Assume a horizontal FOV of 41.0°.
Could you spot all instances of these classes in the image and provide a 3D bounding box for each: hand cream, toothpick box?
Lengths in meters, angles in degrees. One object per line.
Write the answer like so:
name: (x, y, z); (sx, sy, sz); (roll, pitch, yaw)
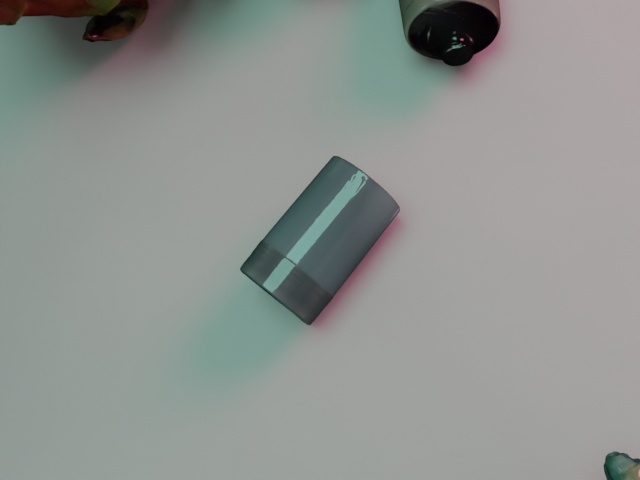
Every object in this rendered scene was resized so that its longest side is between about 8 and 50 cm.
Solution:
hand cream: (0.075, -0.186, 0.525); (0.087, 0.054, 0.186); (-12, 62, 21)
toothpick box: (0.000, 0.000, 0.480); (0.052, 0.052, 0.083); (37, 85, 25)

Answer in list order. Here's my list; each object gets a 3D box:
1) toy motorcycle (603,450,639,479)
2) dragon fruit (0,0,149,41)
toy motorcycle: (0.155, 0.230, 0.320); (0.198, 0.109, 0.296); (-30, 66, 4)
dragon fruit: (-0.166, -0.236, 0.535); (0.224, 0.224, 0.227); (24, 75, 24)
